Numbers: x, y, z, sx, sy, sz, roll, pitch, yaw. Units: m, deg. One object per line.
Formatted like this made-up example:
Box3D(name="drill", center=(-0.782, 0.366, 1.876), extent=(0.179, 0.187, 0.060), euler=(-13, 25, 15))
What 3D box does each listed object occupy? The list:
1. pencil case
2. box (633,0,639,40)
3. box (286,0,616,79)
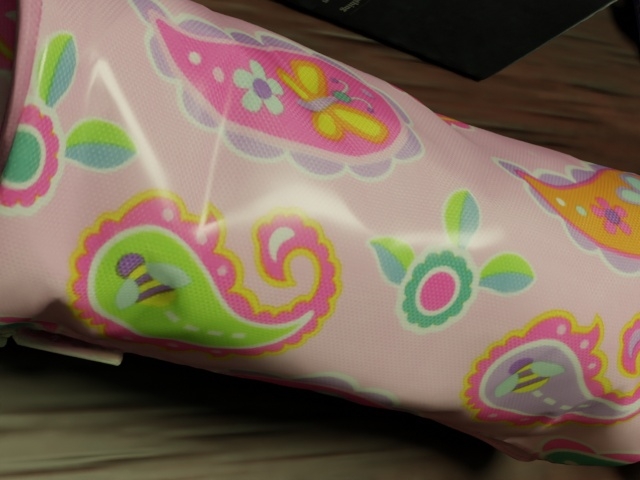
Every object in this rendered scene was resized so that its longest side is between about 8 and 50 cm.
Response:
Box3D(name="pencil case", center=(0.000, 0.000, 0.414), extent=(0.284, 0.124, 0.124), euler=(16, 63, -30))
Box3D(name="box", center=(0.213, -0.126, 0.676), extent=(0.136, 0.028, 0.081), euler=(8, 67, -31))
Box3D(name="box", center=(0.038, -0.174, 0.525), extent=(0.158, 0.093, 0.156), euler=(16, 63, -32))
